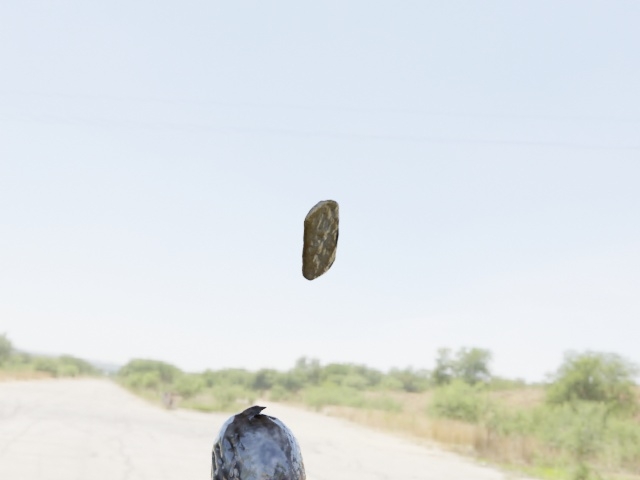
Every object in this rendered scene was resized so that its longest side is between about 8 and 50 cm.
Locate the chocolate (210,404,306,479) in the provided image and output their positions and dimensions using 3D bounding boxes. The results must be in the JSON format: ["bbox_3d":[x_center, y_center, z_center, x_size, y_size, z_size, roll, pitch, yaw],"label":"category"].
[{"bbox_3d":[-0.058,0.289,0.892,0.110,0.248,0.110,-2,-19,-1],"label":"chocolate"}]

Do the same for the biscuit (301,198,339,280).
[{"bbox_3d":[0.000,0.000,1.330,0.071,0.147,0.018,-30,51,-32],"label":"biscuit"}]
